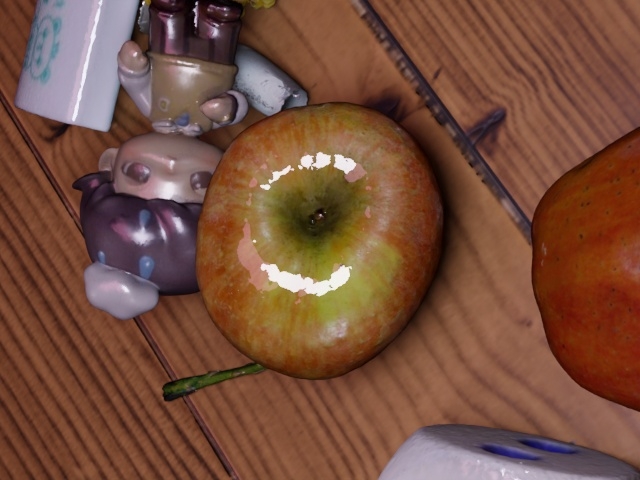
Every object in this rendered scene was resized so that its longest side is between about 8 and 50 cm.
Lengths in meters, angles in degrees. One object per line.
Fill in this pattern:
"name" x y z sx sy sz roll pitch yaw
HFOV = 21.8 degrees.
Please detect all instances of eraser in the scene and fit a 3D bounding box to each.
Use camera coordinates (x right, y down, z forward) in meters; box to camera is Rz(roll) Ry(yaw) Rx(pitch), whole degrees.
"eraser" -0.305 -0.296 2.145 0.189 0.104 0.290 19 98 51

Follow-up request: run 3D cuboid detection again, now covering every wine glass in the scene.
"wine glass" -0.117 -0.226 2.063 0.262 0.074 0.074 37 106 27

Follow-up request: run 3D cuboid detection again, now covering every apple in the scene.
"apple" 0.000 0.000 1.875 0.277 0.250 0.309 38 88 11
"apple" 0.396 0.023 1.694 0.365 0.329 0.295 -11 122 34

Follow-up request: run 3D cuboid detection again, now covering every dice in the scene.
"dice" 0.188 0.339 1.742 0.243 0.251 0.259 14 95 29

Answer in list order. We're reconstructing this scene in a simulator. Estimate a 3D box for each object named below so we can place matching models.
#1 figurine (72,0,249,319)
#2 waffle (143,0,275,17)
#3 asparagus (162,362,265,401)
"figurine" -0.164 -0.102 1.974 0.206 0.218 0.365 -125 43 -53
"waffle" -0.131 -0.400 2.030 0.249 0.056 0.253 -1 93 -1
"asparagus" -0.106 0.164 2.061 0.233 0.023 0.022 -18 123 29
